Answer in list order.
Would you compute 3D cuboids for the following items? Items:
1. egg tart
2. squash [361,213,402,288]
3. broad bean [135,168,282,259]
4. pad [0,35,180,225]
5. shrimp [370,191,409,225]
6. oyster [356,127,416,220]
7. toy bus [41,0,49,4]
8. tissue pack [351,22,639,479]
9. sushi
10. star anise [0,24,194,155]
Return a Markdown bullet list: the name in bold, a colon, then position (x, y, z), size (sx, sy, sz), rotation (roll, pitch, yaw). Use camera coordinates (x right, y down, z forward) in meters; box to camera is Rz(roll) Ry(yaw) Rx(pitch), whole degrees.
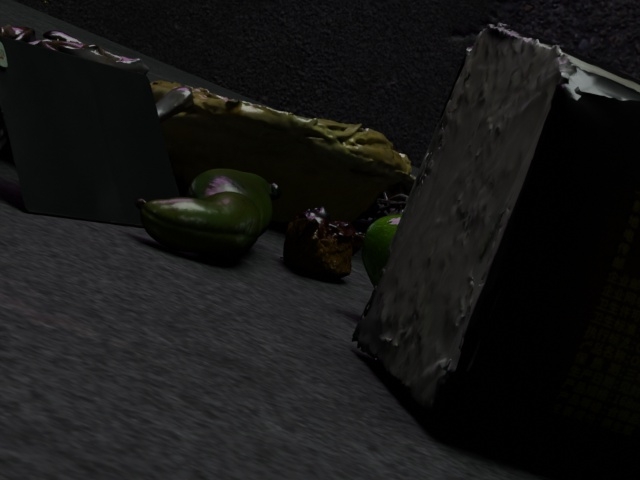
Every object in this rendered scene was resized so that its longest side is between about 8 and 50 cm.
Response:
- **egg tart**: position (-0.044, -0.065, 1.445), size (0.231, 0.098, 0.252), rotation (17, 0, 24)
- **squash**: position (0.160, 0.059, 1.091), size (0.292, 0.082, 0.082), rotation (22, 6, 0)
- **broad bean**: position (-0.065, -0.019, 1.165), size (0.070, 0.048, 0.213), rotation (24, 10, 11)
- **pad**: position (-0.145, -0.066, 1.107), size (0.004, 0.116, 0.193), rotation (-19, -12, 22)
- **shrimp**: position (0.076, -0.009, 1.514), size (0.065, 0.057, 0.165), rotation (11, 8, -28)
- **oyster**: position (0.105, -0.030, 1.671), size (0.214, 0.083, 0.223), rotation (28, 3, 23)
- **toy bus**: position (-0.274, -0.221, 1.193), size (0.330, 0.144, 0.152), rotation (-5, 1, 36)
- **tissue pack**: position (0.234, 0.042, 0.934), size (0.370, 0.210, 0.198), rotation (20, 3, -15)
- **sushi**: position (0.000, 0.000, 1.226), size (0.050, 0.047, 0.099), rotation (20, 4, 14)
- **star anise**: position (-0.213, -0.104, 1.219), size (0.231, 0.089, 0.209), rotation (16, 18, 4)
